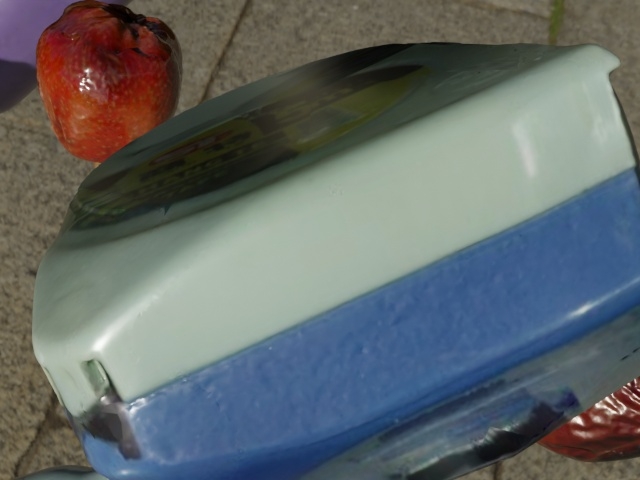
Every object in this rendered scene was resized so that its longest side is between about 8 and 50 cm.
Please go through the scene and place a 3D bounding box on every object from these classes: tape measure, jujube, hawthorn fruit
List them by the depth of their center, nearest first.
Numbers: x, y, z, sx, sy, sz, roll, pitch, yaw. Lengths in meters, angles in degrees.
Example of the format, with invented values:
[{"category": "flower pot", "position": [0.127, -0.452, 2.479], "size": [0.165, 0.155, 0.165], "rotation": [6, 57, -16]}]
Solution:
[{"category": "tape measure", "position": [0.000, 0.000, 0.430], "size": [0.259, 0.138, 0.262], "rotation": [-23, 21, -6]}, {"category": "hawthorn fruit", "position": [-0.236, -0.172, 0.938], "size": [0.173, 0.179, 0.173], "rotation": [19, 53, -27]}, {"category": "jujube", "position": [0.352, 0.188, 1.028], "size": [0.236, 0.168, 0.168], "rotation": [-7, 41, 40]}]

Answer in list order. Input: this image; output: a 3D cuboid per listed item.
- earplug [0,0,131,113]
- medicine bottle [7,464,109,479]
[{"category": "earplug", "position": [-0.360, -0.333, 1.099], "size": [0.456, 0.215, 0.215], "rotation": [-39, 57, 19]}, {"category": "medicine bottle", "position": [-0.289, 0.292, 0.932], "size": [0.217, 0.090, 0.090], "rotation": [-18, 56, 5]}]
